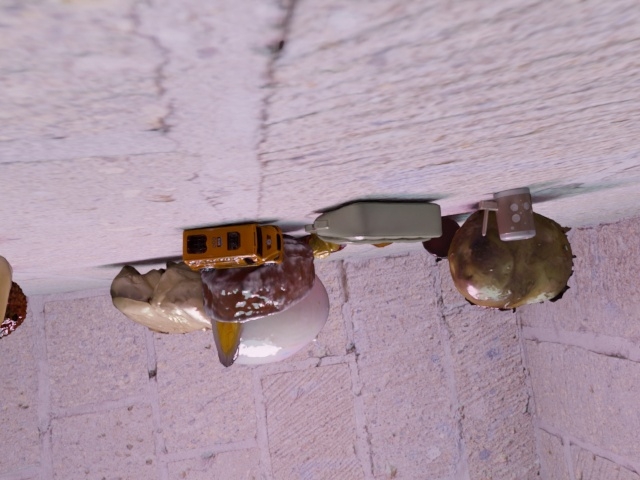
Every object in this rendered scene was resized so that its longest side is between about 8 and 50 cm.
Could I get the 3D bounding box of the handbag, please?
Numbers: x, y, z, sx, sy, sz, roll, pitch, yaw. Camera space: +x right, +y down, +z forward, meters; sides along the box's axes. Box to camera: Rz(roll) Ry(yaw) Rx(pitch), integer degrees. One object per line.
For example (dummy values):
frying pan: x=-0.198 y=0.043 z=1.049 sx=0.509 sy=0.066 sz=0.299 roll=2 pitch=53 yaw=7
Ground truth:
handbag: x=0.100 y=-0.028 z=0.962 sx=0.256 sy=0.079 sz=0.219 roll=-2 pitch=177 yaw=-33

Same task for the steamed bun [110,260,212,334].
steamed bun: x=-0.489 y=0.182 z=1.585 sx=0.372 sy=0.230 sz=0.325 roll=2 pitch=153 yaw=13

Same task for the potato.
potato: x=0.433 y=0.018 z=1.136 sx=0.301 sy=0.288 sz=0.237 roll=-21 pitch=135 yaw=35

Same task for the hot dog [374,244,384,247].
hot dog: x=0.161 y=-0.015 z=1.237 sx=0.083 sy=0.068 sz=0.289 roll=-16 pitch=172 yaw=15

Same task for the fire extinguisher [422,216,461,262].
fire extinguisher: x=0.375 y=0.007 z=1.428 sx=0.114 sy=0.135 sz=0.337 roll=29 pitch=-173 yaw=17

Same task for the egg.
egg: x=-0.133 y=0.190 z=1.414 sx=0.340 sy=0.354 sz=0.354 roll=1 pitch=172 yaw=-27

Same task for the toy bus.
toy bus: x=-0.175 y=0.011 z=0.950 sx=0.194 sy=0.083 sz=0.088 roll=-5 pitch=166 yaw=3

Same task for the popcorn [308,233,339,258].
popcorn: x=0.000 y=0.000 z=1.209 sx=0.084 sy=0.084 sz=0.084 roll=-7 pitch=175 yaw=-1

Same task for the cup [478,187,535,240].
cup: x=0.384 y=-0.050 z=0.953 sx=0.102 sy=0.099 sz=0.074 roll=-5 pitch=174 yaw=-26

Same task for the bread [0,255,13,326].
bread: x=-0.717 y=0.109 z=0.746 sx=0.424 sy=0.329 sz=0.245 roll=-8 pitch=134 yaw=16

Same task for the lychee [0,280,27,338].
lychee: x=-0.859 y=0.168 z=1.192 sx=0.238 sy=0.200 sz=0.200 roll=6 pitch=180 yaw=22

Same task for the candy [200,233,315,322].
candy: x=-0.141 y=0.076 z=1.092 sx=0.214 sy=0.157 sz=0.289 roll=26 pitch=-143 yaw=37

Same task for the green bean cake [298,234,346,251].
green bean cake: x=-0.006 y=0.015 z=1.395 sx=0.136 sy=0.056 sz=0.135 roll=-4 pitch=176 yaw=-32
